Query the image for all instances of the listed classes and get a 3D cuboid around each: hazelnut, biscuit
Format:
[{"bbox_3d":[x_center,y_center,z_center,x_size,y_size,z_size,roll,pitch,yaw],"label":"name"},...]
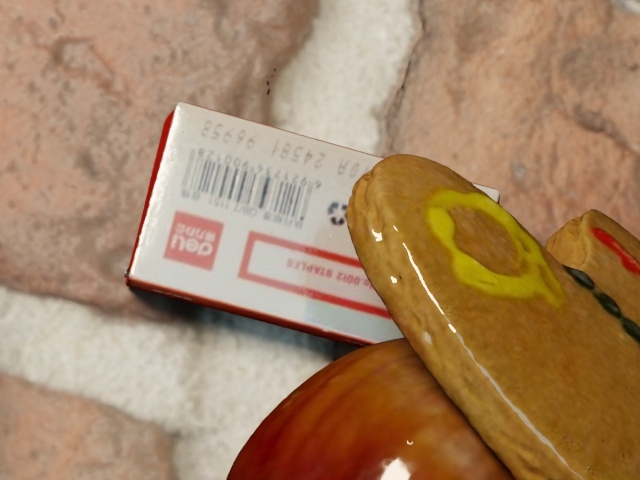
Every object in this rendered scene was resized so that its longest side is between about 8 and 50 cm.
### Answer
[{"bbox_3d":[0.059,0.163,0.916,0.212,0.181,0.181,49,117,8],"label":"hazelnut"},{"bbox_3d":[0.156,0.043,0.937,0.277,0.052,0.262,-14,66,-52],"label":"biscuit"}]

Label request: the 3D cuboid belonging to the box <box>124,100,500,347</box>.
[{"bbox_3d":[0.000,0.000,0.997,0.229,0.050,0.122,15,78,-6],"label":"box"}]
